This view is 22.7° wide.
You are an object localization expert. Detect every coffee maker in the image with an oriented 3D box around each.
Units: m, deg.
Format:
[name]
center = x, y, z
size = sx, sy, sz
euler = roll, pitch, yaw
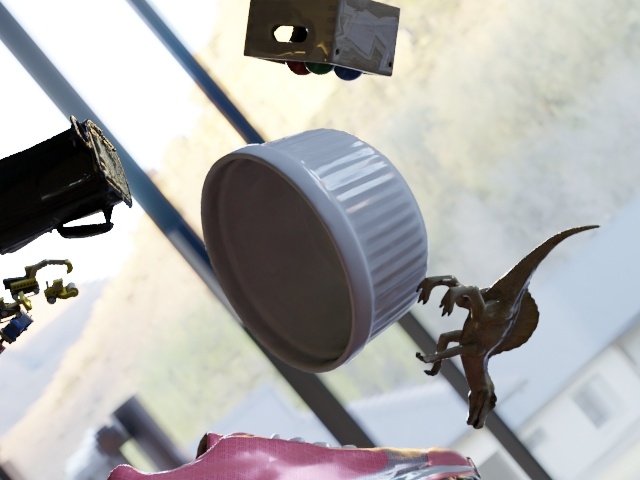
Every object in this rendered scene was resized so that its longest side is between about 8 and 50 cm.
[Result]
[coffee maker]
center = -0.344, -0.072, 1.948
size = 0.178, 0.120, 0.171
euler = -23, -45, 5

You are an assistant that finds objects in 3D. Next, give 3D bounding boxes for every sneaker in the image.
[sneaker]
center = -0.015, 0.169, 1.072
size = 0.314, 0.136, 0.116
euler = -7, -45, -46

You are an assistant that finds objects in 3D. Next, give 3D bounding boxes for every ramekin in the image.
[ramekin]
center = 0.000, 0.000, 1.382
size = 0.109, 0.207, 0.207
euler = -29, -9, -32

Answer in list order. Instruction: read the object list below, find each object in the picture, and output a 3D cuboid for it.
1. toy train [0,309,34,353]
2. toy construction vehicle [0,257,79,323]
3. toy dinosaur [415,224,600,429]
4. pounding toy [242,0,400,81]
[toy train]
center = -0.429, 0.145, 2.065
size = 0.158, 0.027, 0.036
euler = -48, 0, -28
[toy construction vehicle]
center = -0.322, 0.052, 1.782
size = 0.098, 0.035, 0.086
euler = -17, 20, -6
[toy dinosaur]
center = 0.120, 0.047, 1.132
size = 0.183, 0.093, 0.053
euler = -67, 27, 26
[pounding toy]
center = 0.003, -0.236, 1.874
size = 0.181, 0.094, 0.206
euler = 9, 3, 35
